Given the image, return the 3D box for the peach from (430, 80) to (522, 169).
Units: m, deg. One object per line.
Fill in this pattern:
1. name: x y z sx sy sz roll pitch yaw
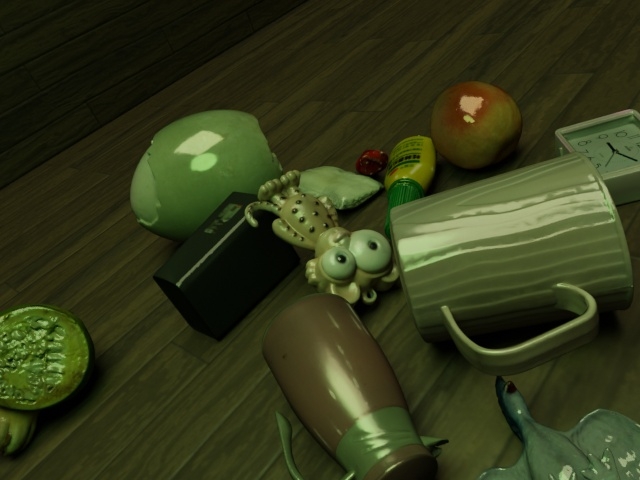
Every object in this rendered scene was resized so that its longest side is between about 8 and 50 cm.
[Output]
1. peach: 0.313 -0.230 1.055 0.184 0.184 0.184 -16 34 11

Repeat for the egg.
1. egg: -0.257 -0.131 1.154 0.337 0.278 0.278 -23 33 -4

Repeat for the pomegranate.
1. pomegranate: -0.495 0.232 0.925 0.190 0.240 0.159 -13 -8 -24

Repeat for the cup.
1. cup: 0.253 0.043 0.705 0.274 0.208 0.288 -15 62 13

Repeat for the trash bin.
1. trash bin: -0.171 0.046 0.969 0.115 0.165 0.225 14 51 41

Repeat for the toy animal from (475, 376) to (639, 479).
1. toy animal: 0.254 0.243 0.521 0.239 0.176 0.255 -25 68 3

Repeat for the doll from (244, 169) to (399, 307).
1. doll: 0.001 -0.002 0.887 0.278 0.119 0.154 42 57 14

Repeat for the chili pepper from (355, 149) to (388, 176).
1. chili pepper: 0.111 -0.169 1.158 0.050 0.059 0.191 -56 6 -7

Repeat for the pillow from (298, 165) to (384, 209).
1. pillow: 0.024 -0.122 1.183 0.128 0.050 0.229 -30 34 -31

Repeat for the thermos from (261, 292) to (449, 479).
1. thermos: 0.025 0.205 0.652 0.177 0.145 0.265 -23 39 -11

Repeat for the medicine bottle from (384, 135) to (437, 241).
1. medicine bottle: 0.175 -0.106 1.050 0.111 0.076 0.308 -24 31 31

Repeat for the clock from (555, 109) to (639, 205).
1. clock: 0.512 -0.146 0.916 0.150 0.063 0.197 -15 35 12
